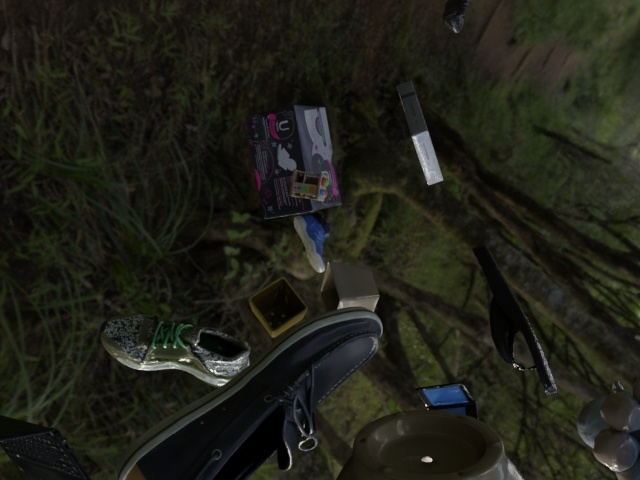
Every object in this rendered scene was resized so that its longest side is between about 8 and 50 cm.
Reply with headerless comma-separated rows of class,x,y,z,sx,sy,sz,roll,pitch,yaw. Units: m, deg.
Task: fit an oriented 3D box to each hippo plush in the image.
hippo plush,0.679,0.373,1.356,0.294,0.234,0.236,-21,-172,-4

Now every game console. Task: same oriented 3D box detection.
game console,0.285,0.384,1.423,0.122,0.107,0.071,-17,153,34

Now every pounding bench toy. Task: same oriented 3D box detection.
pounding bench toy,-0.015,-0.106,1.234,0.083,0.065,0.052,-2,101,-77

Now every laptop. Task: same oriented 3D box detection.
laptop,-0.505,0.348,0.978,0.234,0.264,0.136,-1,-149,35

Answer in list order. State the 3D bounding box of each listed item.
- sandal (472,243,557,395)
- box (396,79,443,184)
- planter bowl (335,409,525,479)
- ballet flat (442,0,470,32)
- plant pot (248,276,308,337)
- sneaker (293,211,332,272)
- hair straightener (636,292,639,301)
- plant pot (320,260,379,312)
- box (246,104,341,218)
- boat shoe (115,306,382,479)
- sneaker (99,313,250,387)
sandal,0.501,0.220,1.705,0.107,0.446,0.167,-29,149,14
box,0.214,-0.235,1.365,0.038,0.186,0.145,-17,135,12
planter bowl,0.072,0.181,0.415,0.162,0.162,0.109,-32,119,-67
ballet flat,0.325,-0.546,1.501,0.057,0.049,0.173,-9,-144,34
plant pot,-0.081,0.134,1.180,0.081,0.081,0.083,-32,159,-21
sneaker,0.000,0.000,1.554,0.084,0.152,0.058,-18,161,-22
hair straightener,0.796,0.218,1.461,0.089,0.230,0.047,-29,-176,-22
plant pot,0.065,0.116,1.345,0.096,0.109,0.109,-2,137,-15
box,-0.058,-0.189,1.513,0.142,0.247,0.163,-6,-174,29
boat shoe,-0.073,0.281,1.012,0.500,0.156,0.187,-31,142,-28
sneaker,-0.361,0.255,1.649,0.182,0.410,0.158,123,-23,-49
